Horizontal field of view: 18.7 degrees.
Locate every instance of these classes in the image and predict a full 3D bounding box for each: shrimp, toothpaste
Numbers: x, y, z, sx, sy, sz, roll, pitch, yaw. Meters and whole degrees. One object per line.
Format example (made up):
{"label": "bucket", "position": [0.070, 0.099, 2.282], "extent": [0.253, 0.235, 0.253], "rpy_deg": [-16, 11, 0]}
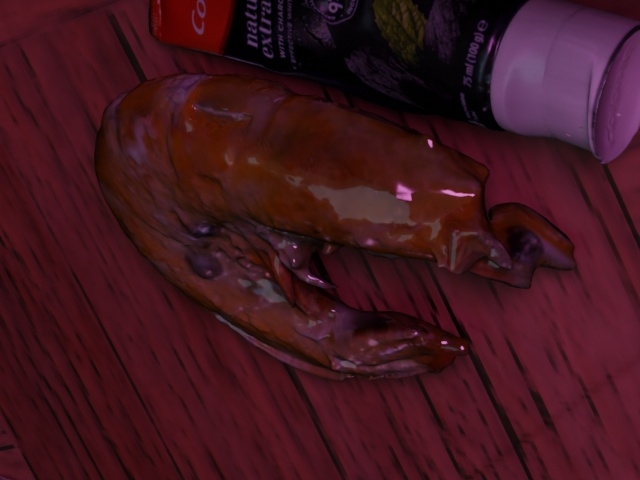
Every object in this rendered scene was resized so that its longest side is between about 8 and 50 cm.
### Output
{"label": "shrimp", "position": [0.002, -0.003, 0.694], "extent": [0.187, 0.051, 0.132], "rpy_deg": [14, 145, 32]}
{"label": "toothpaste", "position": [0.016, -0.072, 0.640], "extent": [0.193, 0.045, 0.071], "rpy_deg": [22, 127, 29]}

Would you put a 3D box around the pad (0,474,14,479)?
{"label": "pad", "position": [-0.126, 0.211, 0.931], "extent": [0.158, 0.003, 0.235], "rpy_deg": [16, 125, 25]}
